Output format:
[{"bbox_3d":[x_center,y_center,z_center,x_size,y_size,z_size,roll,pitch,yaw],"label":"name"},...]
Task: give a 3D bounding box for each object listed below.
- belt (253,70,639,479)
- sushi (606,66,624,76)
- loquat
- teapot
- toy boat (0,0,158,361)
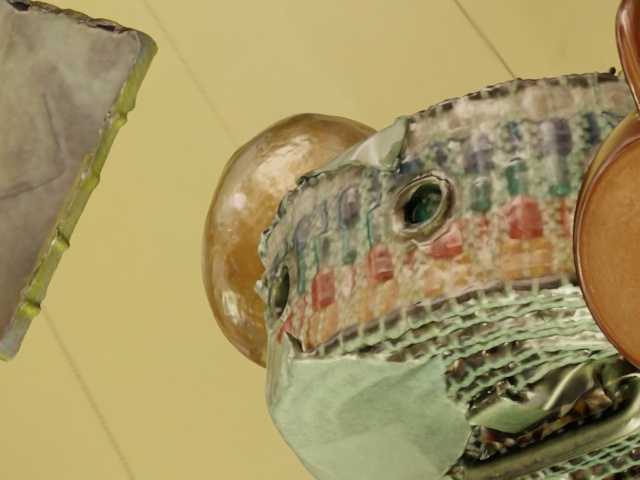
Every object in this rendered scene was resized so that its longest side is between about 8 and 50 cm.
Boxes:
[{"bbox_3d":[0.088,0.036,0.823,0.257,0.207,0.150,-26,47,32],"label":"belt"},{"bbox_3d":[0.369,-0.014,1.191,0.396,0.351,0.240,8,75,-1],"label":"sushi"},{"bbox_3d":[0.000,0.000,1.328,0.179,0.179,0.227,-10,48,20],"label":"loquat"},{"bbox_3d":[0.145,-0.009,0.588,0.116,0.116,0.173,-26,87,13],"label":"teapot"},{"bbox_3d":[-0.100,-0.023,0.553,0.063,0.016,0.115,19,77,20],"label":"toy boat"}]
